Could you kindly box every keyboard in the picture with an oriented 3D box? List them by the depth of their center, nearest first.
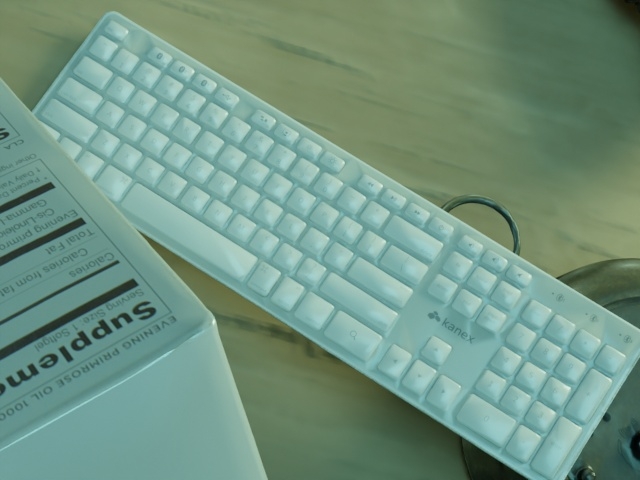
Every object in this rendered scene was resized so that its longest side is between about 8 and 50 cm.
[{"bbox_3d":[0.000,0.000,0.611,0.256,0.014,0.072,32,72,11],"label":"keyboard"}]

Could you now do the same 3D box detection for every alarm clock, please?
[{"bbox_3d":[0.113,0.058,0.637,0.129,0.064,0.192,-40,87,-17],"label":"alarm clock"}]

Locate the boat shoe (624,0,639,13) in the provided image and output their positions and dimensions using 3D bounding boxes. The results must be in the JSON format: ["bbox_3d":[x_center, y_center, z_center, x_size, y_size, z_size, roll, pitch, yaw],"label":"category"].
[{"bbox_3d":[0.152,-0.121,0.686,0.049,0.056,0.152,-7,71,-9],"label":"boat shoe"}]

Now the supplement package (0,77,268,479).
[{"bbox_3d":[-0.129,0.037,0.478,0.134,0.139,0.244,-30,45,-17],"label":"supplement package"}]
